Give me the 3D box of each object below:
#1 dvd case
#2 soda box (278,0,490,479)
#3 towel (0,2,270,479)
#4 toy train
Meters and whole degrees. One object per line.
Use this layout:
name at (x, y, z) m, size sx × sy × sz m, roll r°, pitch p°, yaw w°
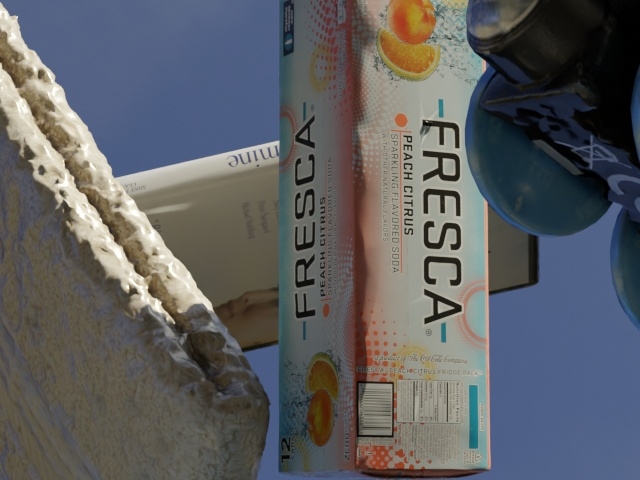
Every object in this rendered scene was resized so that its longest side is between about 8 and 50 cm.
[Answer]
dvd case at (0.000, 0.000, 1.083) m, size 0.253 × 0.022 × 0.180 m, roll -13°, pitch -34°, yaw -2°
soda box at (0.022, -0.004, 0.704) m, size 0.058 × 0.063 × 0.183 m, roll 5°, pitch -98°, yaw -27°
towel at (-0.113, 0.045, 0.807) m, size 0.049 × 0.282 × 0.187 m, roll -12°, pitch -45°, yaw -30°
toy train at (0.110, -0.023, 0.419) m, size 0.184 × 0.080 × 0.105 m, roll 36°, pitch -110°, yaw -25°
